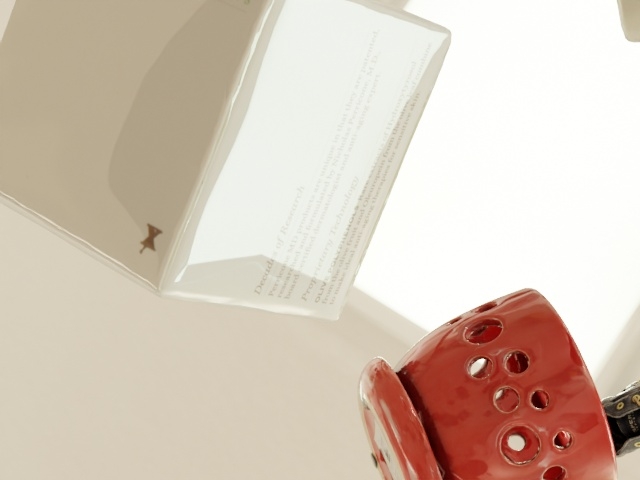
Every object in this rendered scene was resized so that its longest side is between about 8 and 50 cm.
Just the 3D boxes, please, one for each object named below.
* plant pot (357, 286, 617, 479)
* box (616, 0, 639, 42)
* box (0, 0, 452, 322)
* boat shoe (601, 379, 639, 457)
[{"bbox_3d":[0.133,0.154,1.562,0.174,0.191,0.191,-20,-147,-9],"label":"plant pot"},{"bbox_3d":[0.268,-0.179,0.786,0.148,0.311,0.121,3,-71,54],"label":"box"},{"bbox_3d":[-0.036,-0.042,0.567,0.101,0.087,0.102,29,-78,37],"label":"box"},{"bbox_3d":[0.283,0.137,1.518,0.065,0.083,0.183,65,-24,8],"label":"boat shoe"}]
